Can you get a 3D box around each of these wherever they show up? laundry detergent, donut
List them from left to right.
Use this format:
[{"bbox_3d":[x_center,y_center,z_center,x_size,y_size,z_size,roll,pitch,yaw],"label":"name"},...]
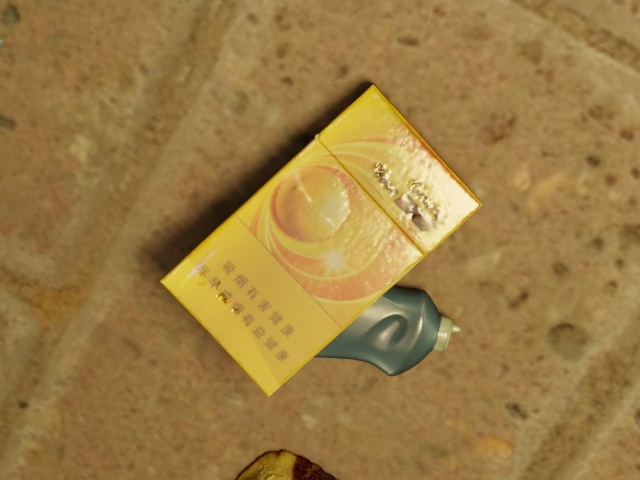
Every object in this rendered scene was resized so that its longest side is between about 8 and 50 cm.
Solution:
[{"bbox_3d":[-0.030,0.286,1.740,0.140,0.059,0.140,5,117,9],"label":"donut"},{"bbox_3d":[0.032,0.074,1.631,0.206,0.061,0.097,11,103,2],"label":"laundry detergent"}]

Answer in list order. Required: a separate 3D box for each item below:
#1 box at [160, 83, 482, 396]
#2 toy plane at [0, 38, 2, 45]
[{"bbox_3d":[0.000,0.000,1.570,0.269,0.043,0.152,-42,96,7],"label":"box"},{"bbox_3d":[-0.399,-0.118,1.596,0.246,0.078,0.169,-34,77,18],"label":"toy plane"}]
